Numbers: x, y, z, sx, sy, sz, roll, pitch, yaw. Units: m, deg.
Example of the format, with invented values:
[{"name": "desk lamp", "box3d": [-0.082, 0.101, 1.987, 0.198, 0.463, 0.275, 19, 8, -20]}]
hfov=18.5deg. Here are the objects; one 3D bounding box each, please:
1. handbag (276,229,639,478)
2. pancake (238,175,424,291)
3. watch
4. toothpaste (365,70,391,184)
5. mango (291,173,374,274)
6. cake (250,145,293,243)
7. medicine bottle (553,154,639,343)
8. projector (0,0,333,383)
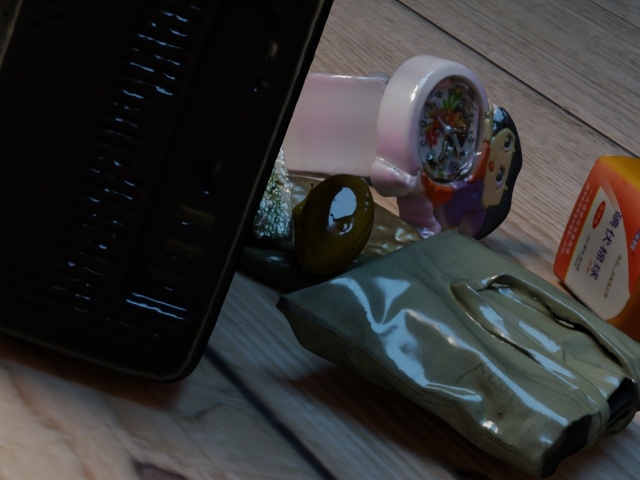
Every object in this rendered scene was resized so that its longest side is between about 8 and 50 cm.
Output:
[{"name": "handbag", "box3d": [0.138, 0.088, 1.613, 0.253, 0.109, 0.316, 32, 20, 20]}, {"name": "pancake", "box3d": [0.000, 0.001, 1.827, 0.222, 0.042, 0.236, 22, 20, 5]}, {"name": "watch", "box3d": [0.065, -0.094, 2.035, 0.231, 0.196, 0.244, 6, 3, 38]}, {"name": "toothpaste", "box3d": [0.088, -0.119, 2.271, 0.099, 0.068, 0.282, -12, 32, -1]}, {"name": "mango", "box3d": [0.011, -0.012, 1.724, 0.063, 0.077, 0.127, 42, 29, -17]}, {"name": "cake", "box3d": [-0.052, -0.048, 1.790, 0.051, 0.055, 0.140, 13, 23, -20]}, {"name": "medicine bottle", "box3d": [0.339, 0.024, 1.950, 0.112, 0.149, 0.222, 11, 20, -26]}, {"name": "projector", "box3d": [-0.135, -0.143, 1.521, 0.242, 0.395, 0.405, 20, 18, -5]}]
